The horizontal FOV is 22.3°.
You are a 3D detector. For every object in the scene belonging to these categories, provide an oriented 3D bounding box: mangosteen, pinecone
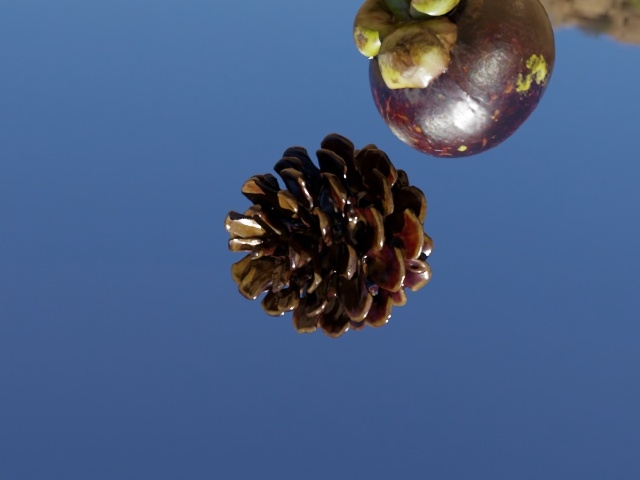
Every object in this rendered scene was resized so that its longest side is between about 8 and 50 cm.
[{"bbox_3d":[0.112,-0.186,1.525,0.217,0.192,0.192,38,-170,-22],"label":"mangosteen"},{"bbox_3d":[0.000,0.000,1.577,0.207,0.208,0.208,7,-160,-2],"label":"pinecone"}]
